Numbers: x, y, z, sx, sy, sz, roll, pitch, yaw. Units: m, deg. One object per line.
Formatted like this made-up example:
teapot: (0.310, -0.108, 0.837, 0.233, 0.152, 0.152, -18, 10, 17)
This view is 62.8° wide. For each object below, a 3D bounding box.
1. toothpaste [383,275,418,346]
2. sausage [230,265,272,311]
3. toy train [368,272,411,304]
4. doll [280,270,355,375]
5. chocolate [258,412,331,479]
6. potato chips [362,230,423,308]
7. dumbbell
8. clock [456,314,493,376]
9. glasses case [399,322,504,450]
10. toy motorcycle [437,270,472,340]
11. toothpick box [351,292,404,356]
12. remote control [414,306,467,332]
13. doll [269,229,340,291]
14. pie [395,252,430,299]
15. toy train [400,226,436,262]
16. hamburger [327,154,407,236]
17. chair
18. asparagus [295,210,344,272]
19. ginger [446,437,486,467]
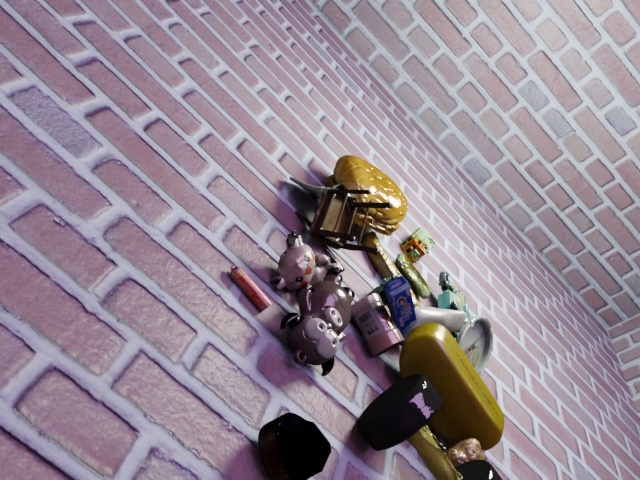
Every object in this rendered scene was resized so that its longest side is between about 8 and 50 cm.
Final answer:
toothpaste: (0.233, 0.211, 1.475, 0.053, 0.066, 0.272, 57, -9, 45)
sausage: (-0.166, 0.107, 1.220, 0.129, 0.034, 0.034, 50, 30, -3)
toy train: (0.200, 0.153, 1.547, 0.070, 0.099, 0.172, 52, -12, 1)
doll: (0.004, 0.192, 1.252, 0.182, 0.117, 0.257, 52, 38, -16)
chocolate: (-0.058, 0.408, 0.999, 0.149, 0.080, 0.125, 38, 43, -35)
potato chips: (0.254, 0.141, 1.727, 0.407, 0.057, 0.080, 57, 28, 11)
dumbbell: (0.254, 0.492, 1.203, 0.322, 0.204, 0.204, 54, 30, 6)
clock: (0.490, 0.355, 1.725, 0.236, 0.053, 0.236, -11, 106, -44)
glasses case: (0.343, 0.413, 1.432, 0.371, 0.173, 0.141, 56, 31, -4)
toy motorcycle: (0.469, 0.262, 1.858, 0.198, 0.109, 0.296, 48, 35, -31)
toothpick box: (0.153, 0.233, 1.450, 0.098, 0.098, 0.149, -1, 57, -54)
remote control: (0.388, 0.255, 1.686, 0.229, 0.044, 0.073, 10, 80, -26)
doll: (-0.040, 0.075, 1.352, 0.095, 0.149, 0.192, 22, -8, 47)
pie: (0.319, 0.121, 1.807, 0.187, 0.041, 0.187, 52, 12, -16)
toy train: (0.379, 0.016, 2.023, 0.099, 0.072, 0.188, 48, 30, 6)
hamburger: (0.167, -0.151, 1.796, 0.319, 0.158, 0.318, 30, 28, -18)
chair: (0.032, -0.078, 1.565, 0.160, 0.319, 0.186, 26, 79, -49)
asparagus: (0.000, 0.000, 1.576, 0.233, 0.023, 0.022, 53, -15, 2)
ginger: (0.428, 0.628, 1.379, 0.294, 0.131, 0.086, 43, -11, -17)
